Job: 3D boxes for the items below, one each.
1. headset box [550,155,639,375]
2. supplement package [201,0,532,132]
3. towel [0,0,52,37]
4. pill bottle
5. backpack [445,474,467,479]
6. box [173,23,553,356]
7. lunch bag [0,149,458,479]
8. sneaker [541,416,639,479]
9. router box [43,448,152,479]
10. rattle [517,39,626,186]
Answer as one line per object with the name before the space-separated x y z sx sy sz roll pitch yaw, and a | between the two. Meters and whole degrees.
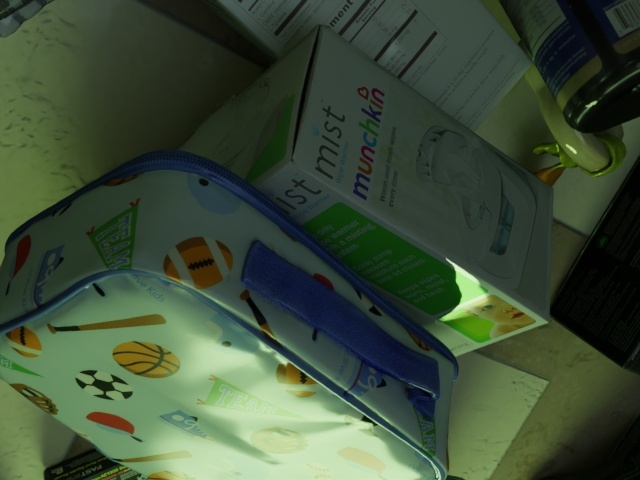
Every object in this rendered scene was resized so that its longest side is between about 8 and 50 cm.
headset box | 0.441 0.047 0.991 0.283 0.131 0.246 23 101 -31
supplement package | 0.020 -0.177 0.686 0.244 0.139 0.134 38 94 -34
towel | -0.167 -0.269 0.444 0.235 0.121 0.284 -37 121 -7
pill bottle | 0.203 -0.206 0.702 0.122 0.219 0.123 -22 164 -6
backpack | 0.086 0.360 0.913 0.191 0.225 0.254 31 93 -38
box | 0.000 0.000 0.675 0.231 0.127 0.262 30 142 -28
lunch bag | -0.056 0.079 0.593 0.243 0.115 0.303 -24 131 38
sneaker | 0.404 0.313 1.090 0.340 0.139 0.125 -31 120 -11
router box | -0.185 0.235 0.836 0.122 0.038 0.092 -21 120 -16
rattle | 0.192 -0.138 0.851 0.200 0.142 0.130 46 56 -18
